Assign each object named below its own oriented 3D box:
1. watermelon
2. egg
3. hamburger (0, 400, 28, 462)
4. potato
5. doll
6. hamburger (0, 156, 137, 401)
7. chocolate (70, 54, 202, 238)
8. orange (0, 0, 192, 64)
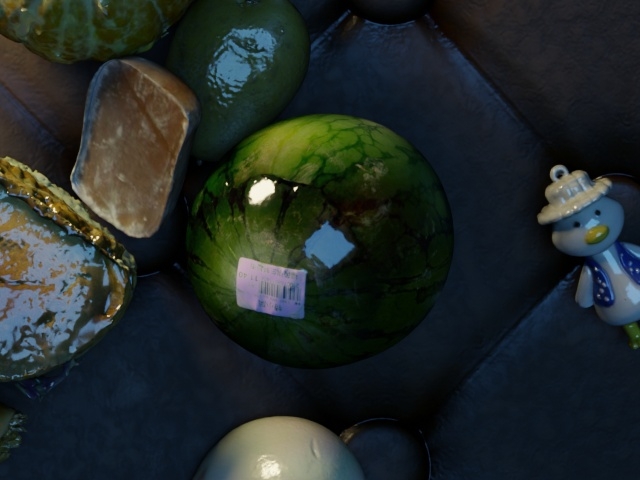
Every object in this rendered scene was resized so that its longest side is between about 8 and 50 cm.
[{"bbox_3d":[0.000,0.000,1.829,0.363,0.363,0.363,-1,93,-13],"label":"watermelon"},{"bbox_3d":[-0.053,0.352,1.927,0.271,0.162,0.206,-19,99,-13],"label":"egg"},{"bbox_3d":[-0.512,0.238,1.770,0.286,0.243,0.146,13,87,-9],"label":"hamburger"},{"bbox_3d":[-0.119,-0.215,1.884,0.174,0.159,0.251,28,100,20],"label":"potato"},{"bbox_3d":[0.407,0.019,2.040,0.138,0.119,0.293,-28,100,13],"label":"doll"},{"bbox_3d":[-0.410,0.046,1.809,0.318,0.195,0.277,40,87,-10],"label":"hamburger"},{"bbox_3d":[-0.225,-0.126,1.836,0.157,0.254,0.080,36,43,14],"label":"chocolate"},{"bbox_3d":[-0.298,-0.384,1.784,0.329,0.249,0.329,-2,102,-11],"label":"orange"}]
